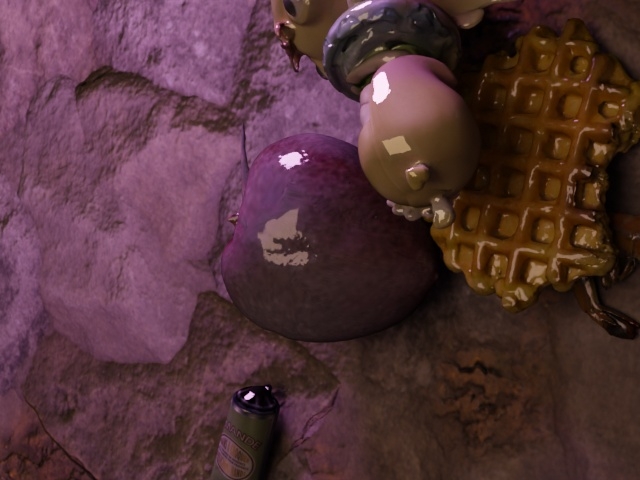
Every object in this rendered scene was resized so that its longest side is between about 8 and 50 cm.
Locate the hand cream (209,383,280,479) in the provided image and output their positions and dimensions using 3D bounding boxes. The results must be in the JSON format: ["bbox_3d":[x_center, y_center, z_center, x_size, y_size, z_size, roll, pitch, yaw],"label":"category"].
[{"bbox_3d":[-0.095,0.269,1.827,0.086,0.055,0.235,35,119,38],"label":"hand cream"}]

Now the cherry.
[{"bbox_3d":[0.000,0.000,1.651,0.266,0.183,0.213,23,108,20],"label":"cherry"}]

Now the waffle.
[{"bbox_3d":[0.205,-0.077,1.535,0.291,0.051,0.291,-11,72,35],"label":"waffle"}]

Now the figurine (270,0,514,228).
[{"bbox_3d":[0.092,-0.189,1.518,0.274,0.226,0.394,-20,50,14],"label":"figurine"}]

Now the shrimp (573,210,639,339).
[{"bbox_3d":[0.303,0.034,1.495,0.178,0.034,0.124,5,96,42],"label":"shrimp"}]
